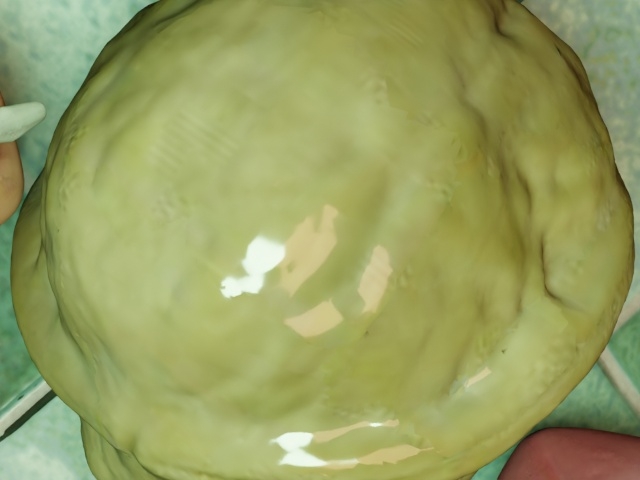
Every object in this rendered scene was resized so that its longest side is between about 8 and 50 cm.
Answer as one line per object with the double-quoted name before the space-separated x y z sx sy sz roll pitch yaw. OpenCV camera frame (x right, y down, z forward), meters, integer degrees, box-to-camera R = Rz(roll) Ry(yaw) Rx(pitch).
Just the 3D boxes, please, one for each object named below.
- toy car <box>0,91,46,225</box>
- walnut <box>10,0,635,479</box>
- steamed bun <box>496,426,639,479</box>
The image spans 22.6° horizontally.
"toy car" -0.289 -0.031 0.860 0.270 0.212 0.181 -28 110 -39
"walnut" 0.000 0.000 0.922 0.381 0.381 0.381 -4 100 -20
"steamed bun" 0.212 0.260 1.090 0.309 0.309 0.309 -4 100 -20
